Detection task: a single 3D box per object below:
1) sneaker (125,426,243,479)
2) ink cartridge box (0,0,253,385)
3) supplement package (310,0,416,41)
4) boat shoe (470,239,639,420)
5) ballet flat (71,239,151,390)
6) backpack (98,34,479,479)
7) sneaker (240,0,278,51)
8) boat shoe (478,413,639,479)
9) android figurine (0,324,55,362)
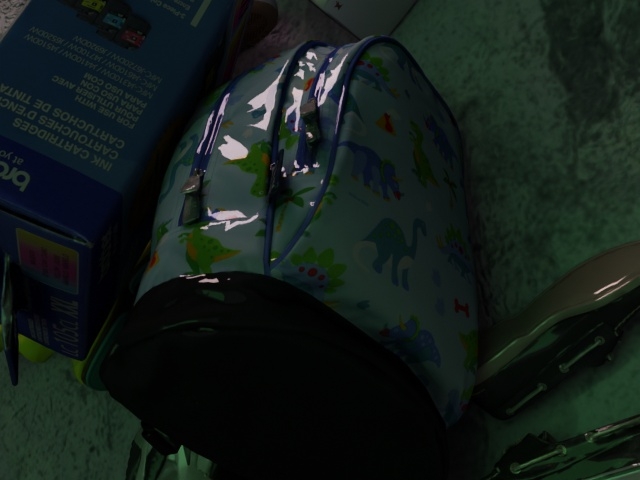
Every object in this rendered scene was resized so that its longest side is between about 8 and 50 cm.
[{"bbox_3d":[-0.089,0.183,0.843,0.146,0.122,0.330,-18,67,30],"label":"sneaker"},{"bbox_3d":[-0.208,-0.074,0.818,0.151,0.270,0.395,26,62,-2],"label":"ink cartridge box"},{"bbox_3d":[0.009,-0.291,0.927,0.105,0.105,0.179,-50,56,10],"label":"supplement package"},{"bbox_3d":[0.203,0.072,0.739,0.206,0.075,0.065,-35,103,14],"label":"boat shoe"},{"bbox_3d":[-0.192,0.054,0.981,0.231,0.077,0.077,-52,42,11],"label":"ballet flat"},{"bbox_3d":[0.000,0.000,0.750,0.273,0.290,0.355,-36,34,19],"label":"backpack"},{"bbox_3d":[-0.169,-0.279,1.043,0.282,0.099,0.153,-9,73,34],"label":"sneaker"},{"bbox_3d":[0.173,0.184,0.707,0.219,0.078,0.070,-21,57,21],"label":"boat shoe"},{"bbox_3d":[-0.307,0.012,1.044,0.273,0.056,0.248,-43,43,17],"label":"android figurine"}]
